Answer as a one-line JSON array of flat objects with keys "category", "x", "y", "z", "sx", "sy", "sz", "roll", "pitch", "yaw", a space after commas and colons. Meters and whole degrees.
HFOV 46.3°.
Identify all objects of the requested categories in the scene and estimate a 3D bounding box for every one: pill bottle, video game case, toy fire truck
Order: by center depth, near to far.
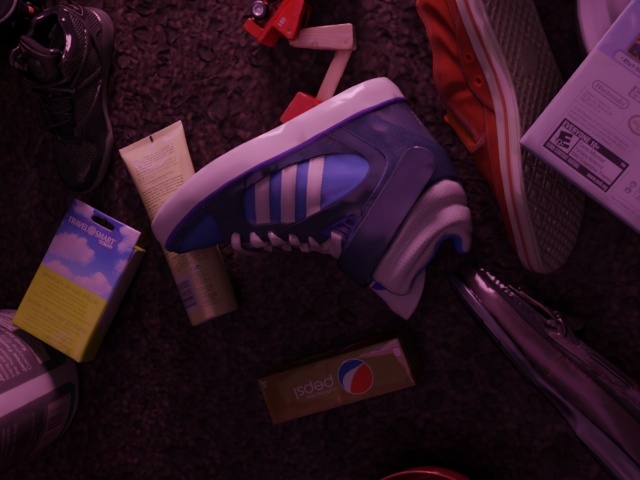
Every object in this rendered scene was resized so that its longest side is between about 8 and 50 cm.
[{"category": "video game case", "x": 0.350, "y": -0.098, "z": 0.618, "sx": 0.269, "sy": 0.061, "sz": 0.244, "roll": 40, "pitch": 108, "yaw": 10}, {"category": "toy fire truck", "x": -0.009, "y": -0.231, "z": 0.828, "sx": 0.135, "sy": 0.047, "sz": 0.192, "roll": 41, "pitch": 107, "yaw": 8}, {"category": "pill bottle", "x": -0.467, "y": 0.213, "z": 0.872, "sx": 0.204, "sy": 0.361, "sz": 0.204, "roll": 2, "pitch": 98, "yaw": 16}]

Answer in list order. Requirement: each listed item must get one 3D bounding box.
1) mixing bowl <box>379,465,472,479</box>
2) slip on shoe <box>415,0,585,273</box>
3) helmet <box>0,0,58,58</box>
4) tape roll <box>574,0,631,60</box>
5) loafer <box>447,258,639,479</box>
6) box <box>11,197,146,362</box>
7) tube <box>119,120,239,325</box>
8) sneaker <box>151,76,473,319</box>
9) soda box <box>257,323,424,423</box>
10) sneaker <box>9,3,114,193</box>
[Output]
[{"category": "mixing bowl", "x": 0.128, "y": 0.325, "z": 0.837, "sx": 0.181, "sy": 0.098, "sz": 0.182, "roll": 2, "pitch": 98, "yaw": 17}, {"category": "slip on shoe", "x": 0.184, "y": -0.125, "z": 0.761, "sx": 0.101, "sy": 0.123, "sz": 0.331, "roll": -10, "pitch": 102, "yaw": 53}, {"category": "helmet", "x": -0.411, "y": -0.285, "z": 0.890, "sx": 0.161, "sy": 0.169, "sz": 0.170, "roll": -4, "pitch": 97, "yaw": 3}, {"category": "tape roll", "x": 0.380, "y": -0.228, "z": 0.678, "sx": 0.286, "sy": 0.100, "sz": 0.286, "roll": 2, "pitch": 98, "yaw": 17}, {"category": "loafer", "x": 0.255, "y": 0.125, "z": 0.757, "sx": 0.095, "sy": 0.109, "sz": 0.302, "roll": -40, "pitch": 67, "yaw": 3}, {"category": "box", "x": -0.301, "y": 0.050, "z": 0.947, "sx": 0.109, "sy": 0.042, "sz": 0.178, "roll": 26, "pitch": 90, "yaw": 11}, {"category": "tube", "x": -0.165, "y": -0.018, "z": 0.908, "sx": 0.070, "sy": 0.062, "sz": 0.240, "roll": -20, "pitch": 85, "yaw": -24}, {"category": "sneaker", "x": 0.000, "y": 0.000, "z": 0.801, "sx": 0.322, "sy": 0.130, "sz": 0.236, "roll": -30, "pitch": 82, "yaw": 7}, {"category": "soda box", "x": 0.023, "y": 0.155, "z": 0.866, "sx": 0.181, "sy": 0.061, "sz": 0.058, "roll": -21, "pitch": 92, "yaw": 19}, {"category": "sneaker", "x": -0.310, "y": -0.166, "z": 0.892, "sx": 0.087, "sy": 0.130, "sz": 0.228, "roll": 11, "pitch": 103, "yaw": 18}]
